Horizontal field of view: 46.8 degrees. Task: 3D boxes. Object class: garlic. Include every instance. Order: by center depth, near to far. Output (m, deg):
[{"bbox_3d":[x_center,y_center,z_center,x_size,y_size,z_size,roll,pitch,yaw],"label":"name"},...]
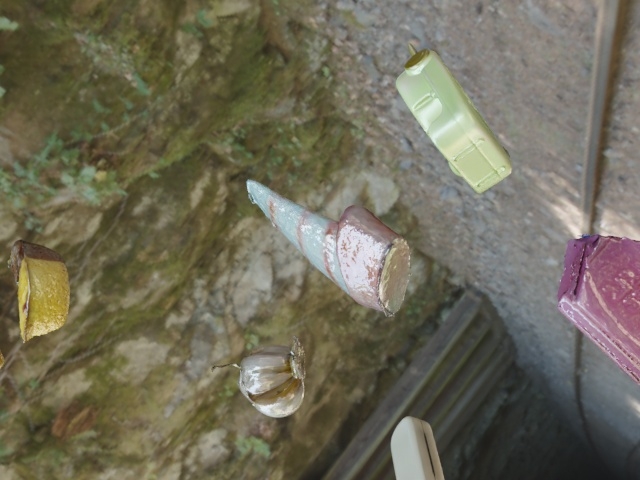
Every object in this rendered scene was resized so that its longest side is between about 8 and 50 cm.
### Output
[{"bbox_3d":[-0.126,0.308,1.797,0.256,0.207,0.207,38,177,-34],"label":"garlic"}]

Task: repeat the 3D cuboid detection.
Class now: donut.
[{"bbox_3d":[-0.651,0.080,1.725,0.112,0.151,0.295,2,-142,-34],"label":"donut"}]

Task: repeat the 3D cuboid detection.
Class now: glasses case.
[{"bbox_3d":[0.162,0.382,1.233,0.050,0.083,0.196,22,-151,-16],"label":"glasses case"}]

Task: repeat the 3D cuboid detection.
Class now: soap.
[{"bbox_3d":[0.442,0.088,1.024,0.250,0.162,0.099,42,179,-1],"label":"soap"}]

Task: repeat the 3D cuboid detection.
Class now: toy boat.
[{"bbox_3d":[0.000,0.000,1.090,0.282,0.096,0.206,27,152,28],"label":"toy boat"}]

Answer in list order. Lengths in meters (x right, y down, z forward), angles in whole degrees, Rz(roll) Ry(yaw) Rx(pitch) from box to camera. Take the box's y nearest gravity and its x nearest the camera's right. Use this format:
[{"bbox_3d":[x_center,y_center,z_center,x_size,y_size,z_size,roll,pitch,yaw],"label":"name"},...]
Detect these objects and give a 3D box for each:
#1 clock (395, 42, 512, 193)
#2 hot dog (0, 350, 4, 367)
[{"bbox_3d":[0.284,-0.291,1.671,0.286,0.117,0.348,34,-155,-50],"label":"clock"},{"bbox_3d":[-0.797,0.215,1.706,0.047,0.066,0.216,23,138,61],"label":"hot dog"}]
